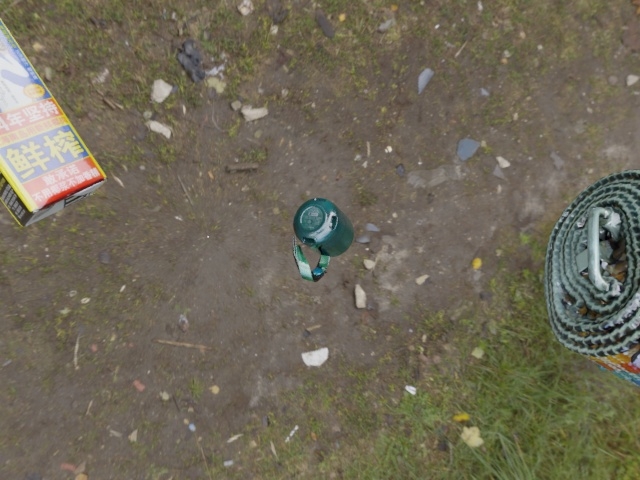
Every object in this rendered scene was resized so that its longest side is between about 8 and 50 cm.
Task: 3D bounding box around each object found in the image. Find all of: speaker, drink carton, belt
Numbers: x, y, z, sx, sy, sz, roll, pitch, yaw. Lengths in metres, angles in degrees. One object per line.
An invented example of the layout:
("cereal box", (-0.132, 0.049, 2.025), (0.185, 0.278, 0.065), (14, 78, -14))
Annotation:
("speaker", (-0.005, 0.000, 0.555), (0.060, 0.075, 0.095), (35, 89, 31))
("drink carton", (-0.258, -0.101, 0.371), (0.071, 0.056, 0.166), (-41, 105, -44))
("belt", (0.407, 0.051, 0.600), (0.160, 0.207, 0.295), (25, 64, -13))
